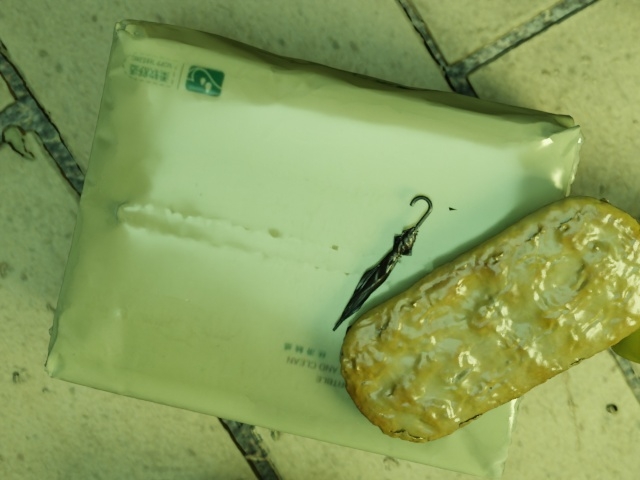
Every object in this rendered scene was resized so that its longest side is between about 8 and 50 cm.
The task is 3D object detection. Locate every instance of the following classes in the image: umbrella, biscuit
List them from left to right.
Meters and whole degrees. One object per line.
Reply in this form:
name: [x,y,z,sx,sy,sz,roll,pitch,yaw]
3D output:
umbrella: [0.047,0.020,1.008,0.022,0.013,0.122,35,102,10]
biscuit: [0.130,0.060,1.001,0.247,0.029,0.118,-31,99,10]

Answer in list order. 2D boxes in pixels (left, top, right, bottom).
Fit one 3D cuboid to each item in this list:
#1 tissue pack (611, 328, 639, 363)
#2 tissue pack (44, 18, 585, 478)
tissue pack: [0.331,0.047,1.140,0.178,0.123,0.127,14,100,4]
tissue pack: [0.000,0.000,1.122,0.380,0.207,0.297,11,100,3]
